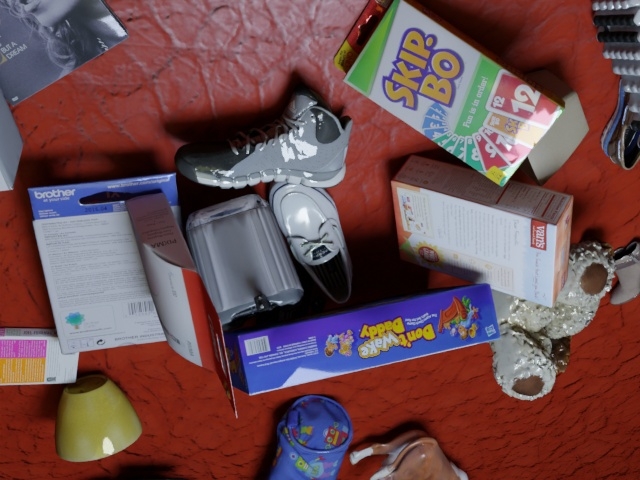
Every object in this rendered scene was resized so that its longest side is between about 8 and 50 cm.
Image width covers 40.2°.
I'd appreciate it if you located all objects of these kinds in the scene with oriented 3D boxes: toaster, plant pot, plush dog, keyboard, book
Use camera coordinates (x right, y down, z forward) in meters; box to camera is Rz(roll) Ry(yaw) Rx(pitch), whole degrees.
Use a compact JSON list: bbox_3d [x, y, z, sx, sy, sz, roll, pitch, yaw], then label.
[{"bbox_3d":[-0.101,0.031,1.129,0.129,0.147,0.227,-19,173,-1],"label":"toaster"},{"bbox_3d":[-0.351,0.264,1.348,0.134,0.134,0.095,-11,106,-5],"label":"plant pot"},{"bbox_3d":[0.345,0.091,1.346,0.225,0.210,0.263,7,115,-44],"label":"plush dog"},{"bbox_3d":[0.282,-0.157,1.137,0.096,0.109,0.109,-35,132,1],"label":"plant pot"},{"bbox_3d":[-0.047,0.114,1.348,0.108,0.023,0.180,-3,133,-16],"label":"keyboard"},{"bbox_3d":[-0.432,0.170,1.292,0.144,0.035,0.096,4,128,-19],"label":"book"}]

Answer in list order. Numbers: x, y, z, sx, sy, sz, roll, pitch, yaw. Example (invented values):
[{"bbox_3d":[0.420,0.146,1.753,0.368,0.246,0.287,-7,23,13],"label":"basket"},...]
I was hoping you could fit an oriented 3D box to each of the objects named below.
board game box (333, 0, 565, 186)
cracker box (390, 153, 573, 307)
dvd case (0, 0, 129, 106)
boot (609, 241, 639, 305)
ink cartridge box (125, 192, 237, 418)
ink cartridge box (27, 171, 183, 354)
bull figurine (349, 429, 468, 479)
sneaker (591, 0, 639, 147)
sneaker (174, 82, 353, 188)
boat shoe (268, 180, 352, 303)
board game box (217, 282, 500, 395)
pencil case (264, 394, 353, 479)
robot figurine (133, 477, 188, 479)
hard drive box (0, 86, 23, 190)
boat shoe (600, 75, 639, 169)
[{"bbox_3d":[0.148,-0.184,1.041,0.259,0.039,0.124,34,121,-2],"label":"board game box"},{"bbox_3d":[0.216,-0.014,1.179,0.232,0.067,0.156,19,141,27],"label":"cracker box"},{"bbox_3d":[-0.336,-0.260,0.928,0.164,0.018,0.221,-27,133,11],"label":"dvd case"},{"bbox_3d":[0.499,0.050,1.429,0.087,0.042,0.118,31,117,-28],"label":"boot"},{"bbox_3d":[-0.169,0.082,1.059,0.066,0.232,0.189,-14,135,-11],"label":"ink cartridge box"},{"bbox_3d":[-0.277,0.024,1.177,0.185,0.065,0.311,-7,136,-11],"label":"ink cartridge box"},{"bbox_3d":[0.187,0.458,1.676,0.188,0.101,0.310,-22,134,8],"label":"bull figurine"},{"bbox_3d":[0.425,-0.230,1.076,0.118,0.110,0.292,-29,113,-2],"label":"sneaker"},{"bbox_3d":[-0.063,-0.137,1.080,0.228,0.086,0.132,-2,128,-27],"label":"sneaker"},{"bbox_3d":[0.000,0.000,1.218,0.083,0.076,0.226,-26,133,9],"label":"boat shoe"},{"bbox_3d":[0.042,0.134,1.232,0.347,0.078,0.233,-11,177,-14],"label":"board game box"},{"bbox_3d":[-0.038,0.410,1.560,0.133,0.119,0.306,10,130,-9],"label":"pencil case"},{"bbox_3d":[-0.302,0.519,1.548,0.278,0.209,0.173,9,169,-23],"label":"robot figurine"},{"bbox_3d":[-0.445,-0.156,0.931,0.181,0.089,0.232,-8,136,0],"label":"hard drive box"},{"bbox_3d":[0.438,-0.177,1.178,0.066,0.066,0.183,-4,132,-10],"label":"boat shoe"}]
